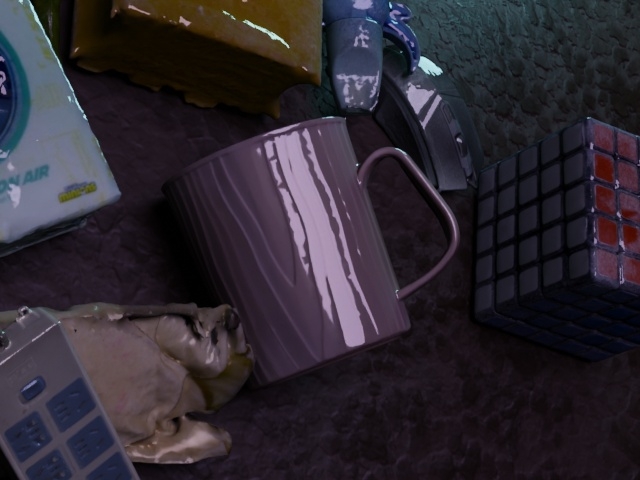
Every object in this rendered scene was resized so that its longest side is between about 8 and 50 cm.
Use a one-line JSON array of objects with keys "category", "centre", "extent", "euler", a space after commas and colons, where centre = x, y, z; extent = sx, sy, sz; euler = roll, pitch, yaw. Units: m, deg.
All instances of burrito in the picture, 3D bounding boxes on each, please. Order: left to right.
[{"category": "burrito", "centre": [-0.230, 0.146, 1.418], "extent": [0.331, 0.135, 0.190], "euler": [-1, 103, -40]}]

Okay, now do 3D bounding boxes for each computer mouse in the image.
[{"category": "computer mouse", "centre": [0.152, -0.168, 1.868], "extent": [0.126, 0.071, 0.231], "euler": [-35, 94, -39]}]

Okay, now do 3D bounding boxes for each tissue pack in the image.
[{"category": "tissue pack", "centre": [-0.412, -0.156, 1.400], "extent": [0.287, 0.162, 0.388], "euler": [-24, 88, -39]}]

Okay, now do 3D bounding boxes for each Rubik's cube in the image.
[{"category": "Rubik's cube", "centre": [0.363, 0.005, 1.846], "extent": [0.237, 0.237, 0.238], "euler": [19, 61, -30]}]

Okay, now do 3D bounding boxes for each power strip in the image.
[{"category": "power strip", "centre": [-0.243, 0.211, 1.314], "extent": [0.106, 0.043, 0.367], "euler": [-38, 132, -24]}]

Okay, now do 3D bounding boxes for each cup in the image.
[{"category": "cup", "centre": [-0.006, 0.004, 1.581], "extent": [0.288, 0.208, 0.273], "euler": [-19, 85, -19]}]

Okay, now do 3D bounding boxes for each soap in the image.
[{"category": "soap", "centre": [-0.142, -0.340, 1.677], "extent": [0.293, 0.156, 0.335], "euler": [17, 61, -29]}]

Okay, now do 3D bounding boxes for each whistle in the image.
[{"category": "whistle", "centre": [0.043, -0.287, 1.814], "extent": [0.180, 0.093, 0.269], "euler": [4, 72, -11]}]

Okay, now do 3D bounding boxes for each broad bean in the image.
[{"category": "broad bean", "centre": [-0.311, -0.266, 1.587], "extent": [0.052, 0.052, 0.256], "euler": [-1, 68, 7]}]
